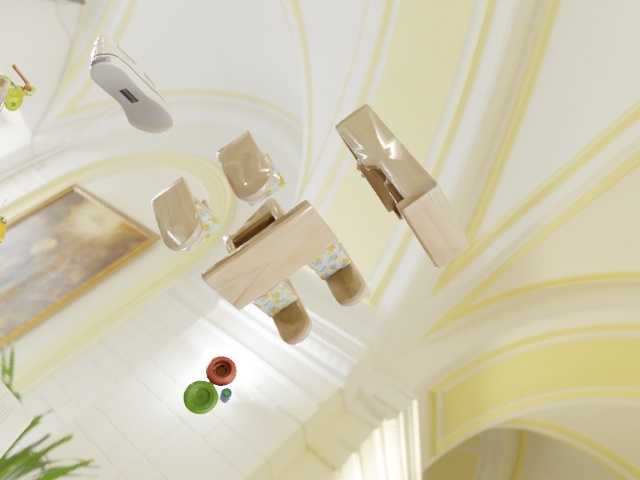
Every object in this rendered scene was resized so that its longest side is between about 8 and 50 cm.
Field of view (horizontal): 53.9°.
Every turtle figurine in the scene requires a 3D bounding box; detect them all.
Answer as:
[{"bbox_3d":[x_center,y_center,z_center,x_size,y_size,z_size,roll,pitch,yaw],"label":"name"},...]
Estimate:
[{"bbox_3d":[-0.753,-0.370,1.397,0.269,0.087,0.217,38,6,-47],"label":"turtle figurine"}]

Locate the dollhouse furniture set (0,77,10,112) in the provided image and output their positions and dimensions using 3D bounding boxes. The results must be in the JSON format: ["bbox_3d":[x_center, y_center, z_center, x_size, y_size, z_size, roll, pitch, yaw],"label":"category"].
[{"bbox_3d":[-0.444,-0.079,0.650,0.161,0.242,0.212,19,10,-28],"label":"dollhouse furniture set"}]

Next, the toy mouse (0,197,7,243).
[{"bbox_3d":[-0.679,0.011,1.262,0.143,0.031,0.161,-35,-126,26],"label":"toy mouse"}]

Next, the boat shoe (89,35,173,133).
[{"bbox_3d":[-0.390,-0.319,1.312,0.267,0.096,0.088,47,33,-63],"label":"boat shoe"}]

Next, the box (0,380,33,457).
[{"bbox_3d":[-0.626,0.342,1.057,0.181,0.182,0.119,-27,-74,16],"label":"box"}]

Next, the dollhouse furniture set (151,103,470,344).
[{"bbox_3d":[0.000,0.000,1.051,0.362,0.394,0.256,50,7,-46],"label":"dollhouse furniture set"}]

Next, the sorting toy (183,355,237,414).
[{"bbox_3d":[-0.161,0.224,0.950,0.061,0.102,0.042,33,-32,8],"label":"sorting toy"}]
